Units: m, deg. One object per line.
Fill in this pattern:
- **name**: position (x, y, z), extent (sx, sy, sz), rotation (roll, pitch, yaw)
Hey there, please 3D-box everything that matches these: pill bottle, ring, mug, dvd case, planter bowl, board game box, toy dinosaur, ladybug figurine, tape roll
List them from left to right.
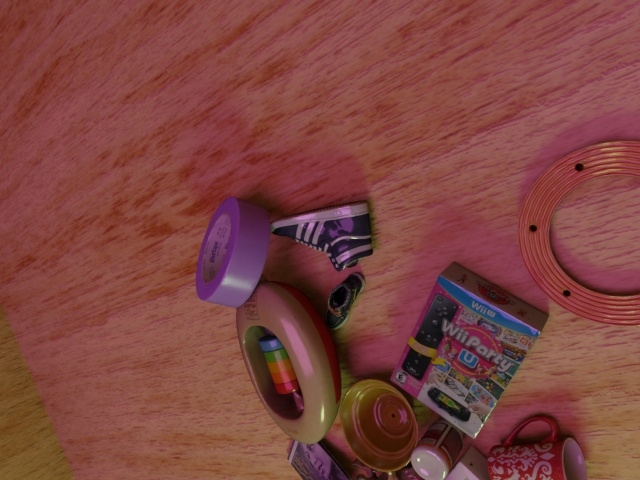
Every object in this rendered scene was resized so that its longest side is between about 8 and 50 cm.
- **tape roll**: position (-0.229, 0.030, 1.325), extent (0.274, 0.090, 0.275), rotation (-37, 45, 48)
- **ladybug figurine**: position (-0.072, 0.295, 1.335), extent (0.305, 0.161, 0.450), rotation (-9, 101, 47)
- **dvd case**: position (-0.010, 0.652, 1.474), extent (0.221, 0.018, 0.165), rotation (39, 125, 37)
- **planter bowl**: position (0.161, 0.441, 1.265), extent (0.217, 0.090, 0.218), rotation (0, 91, 37)
- **toy dinosaur**: position (0.192, 0.639, 1.305), extent (0.295, 0.127, 0.200), rotation (-40, 86, 26)
- **pill bottle**: position (0.272, 0.466, 1.167), extent (0.086, 0.152, 0.086), rotation (12, 111, 32)
- **board game box**: position (0.308, 0.234, 1.106), extent (0.223, 0.097, 0.304), rotation (31, 119, 23)
- **mug**: position (0.454, 0.463, 1.089), extent (0.113, 0.150, 0.169), rotation (40, 138, -27)
- **ring**: position (0.526, -0.008, 0.917), extent (0.336, 0.032, 0.337), rotation (11, 110, 32)

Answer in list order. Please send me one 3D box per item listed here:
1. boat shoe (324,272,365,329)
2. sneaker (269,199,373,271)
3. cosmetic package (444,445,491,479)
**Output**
- **boat shoe**: position (0.041, 0.160, 1.276), extent (0.065, 0.083, 0.184), rotation (38, 123, 20)
- **sneaker**: position (0.000, 0.000, 1.245), extent (0.282, 0.099, 0.153), rotation (-9, 97, 34)
- **cosmetic package**: position (0.401, 0.706, 1.152), extent (0.377, 0.097, 0.285), rotation (40, 118, 24)
